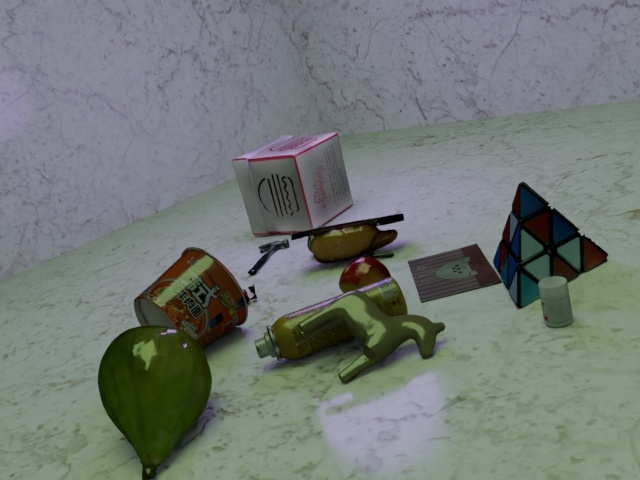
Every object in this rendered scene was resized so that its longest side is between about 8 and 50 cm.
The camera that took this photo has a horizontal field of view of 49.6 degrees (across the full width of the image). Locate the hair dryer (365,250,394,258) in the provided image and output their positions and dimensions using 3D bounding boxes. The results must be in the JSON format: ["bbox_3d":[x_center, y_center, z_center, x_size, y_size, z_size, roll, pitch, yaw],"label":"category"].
[{"bbox_3d":[0.173,0.047,2.022,0.083,0.026,0.047,-5,21,13],"label":"hair dryer"}]

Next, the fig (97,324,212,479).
[{"bbox_3d":[-0.318,0.318,1.399,0.233,0.233,0.314,-23,61,-20],"label":"fig"}]

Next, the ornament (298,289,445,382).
[{"bbox_3d":[0.114,0.191,1.445,0.244,0.061,0.230,-31,51,-18],"label":"ornament"}]

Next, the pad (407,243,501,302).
[{"bbox_3d":[0.337,0.078,1.789,0.202,0.005,0.300,-15,17,6],"label":"pad"}]

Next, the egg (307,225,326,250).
[{"bbox_3d":[0.000,0.000,2.227,0.085,0.085,0.110,3,36,48],"label":"egg"}]

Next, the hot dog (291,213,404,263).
[{"bbox_3d":[0.088,0.004,2.078,0.325,0.107,0.194,-9,5,24],"label":"hot dog"}]

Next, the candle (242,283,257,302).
[{"bbox_3d":[-0.337,0.202,1.965,0.329,0.048,0.051,-20,3,-8],"label":"candle"}]

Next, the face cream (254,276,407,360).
[{"bbox_3d":[0.019,0.187,1.568,0.348,0.105,0.105,-20,17,-9],"label":"face cream"}]

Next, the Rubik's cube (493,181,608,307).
[{"bbox_3d":[0.470,-0.028,1.609,0.284,0.234,0.250,-22,17,-17],"label":"Rubik's cube"}]

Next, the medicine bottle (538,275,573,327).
[{"bbox_3d":[0.468,0.122,1.376,0.057,0.089,0.057,-14,17,4],"label":"medicine bottle"}]

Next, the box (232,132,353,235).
[{"bbox_3d":[-0.097,-0.217,2.627,0.299,0.315,0.312,0,23,36],"label":"box"}]

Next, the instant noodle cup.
[{"bbox_3d":[-0.338,0.169,1.759,0.250,0.251,0.192,2,32,47],"label":"instant noodle cup"}]

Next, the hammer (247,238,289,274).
[{"bbox_3d":[-0.193,0.059,2.325,0.103,0.029,0.246,-9,20,23],"label":"hammer"}]

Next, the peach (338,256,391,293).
[{"bbox_3d":[0.111,0.098,1.742,0.151,0.119,0.151,-5,6,1],"label":"peach"}]
